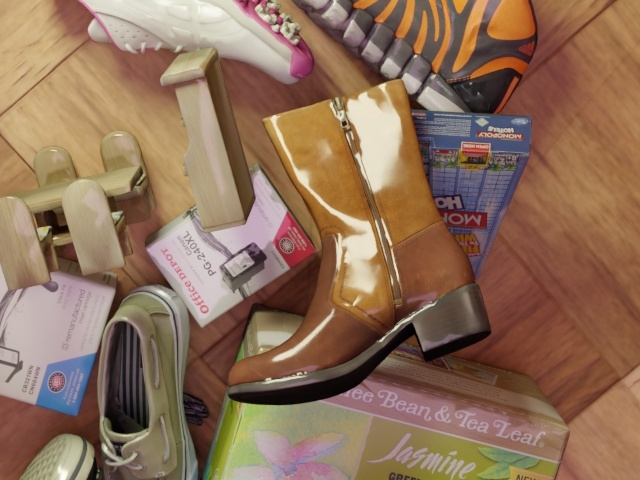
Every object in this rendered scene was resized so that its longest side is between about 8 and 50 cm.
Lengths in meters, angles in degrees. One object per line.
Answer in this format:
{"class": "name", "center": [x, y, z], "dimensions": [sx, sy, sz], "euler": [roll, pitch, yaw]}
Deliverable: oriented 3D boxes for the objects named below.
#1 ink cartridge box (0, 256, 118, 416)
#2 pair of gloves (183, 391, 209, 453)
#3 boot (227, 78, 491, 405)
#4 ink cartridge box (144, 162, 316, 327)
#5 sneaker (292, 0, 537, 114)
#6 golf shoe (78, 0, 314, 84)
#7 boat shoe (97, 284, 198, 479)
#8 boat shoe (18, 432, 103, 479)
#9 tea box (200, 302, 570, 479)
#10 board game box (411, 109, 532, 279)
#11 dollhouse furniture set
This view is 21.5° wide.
{"class": "ink cartridge box", "center": [-0.331, 0.082, 1.776], "dimensions": [0.203, 0.086, 0.148], "euler": [16, 99, -7]}
{"class": "pair of gloves", "center": [-0.165, 0.204, 1.852], "dimensions": [0.074, 0.010, 0.083], "euler": [18, 97, -5]}
{"class": "boot", "center": [0.000, 0.000, 1.618], "dimensions": [0.264, 0.096, 0.280], "euler": [-21, 75, 1]}
{"class": "ink cartridge box", "center": [-0.097, 0.006, 1.792], "dimensions": [0.150, 0.063, 0.109], "euler": [-34, 102, 2]}
{"class": "sneaker", "center": [0.090, -0.264, 1.737], "dimensions": [0.321, 0.124, 0.180], "euler": [38, 92, -21]}
{"class": "golf shoe", "center": [-0.152, -0.236, 1.726], "dimensions": [0.306, 0.115, 0.140], "euler": [34, 105, -2]}
{"class": "boat shoe", "center": [-0.196, 0.195, 1.781], "dimensions": [0.109, 0.094, 0.302], "euler": [9, 110, 25]}
{"class": "boat shoe", "center": [-0.306, 0.436, 1.806], "dimensions": [0.156, 0.187, 0.500], "euler": [15, 105, -13]}
{"class": "tea box", "center": [0.044, 0.274, 1.776], "dimensions": [0.329, 0.220, 0.323], "euler": [14, 98, -7]}
{"class": "board game box", "center": [0.118, -0.046, 1.762], "dimensions": [0.194, 0.060, 0.194], "euler": [3, 136, 7]}
{"class": "dollhouse furniture set", "center": [-0.204, -0.079, 1.669], "dimensions": [0.242, 0.212, 0.161], "euler": [-12, 106, 7]}
